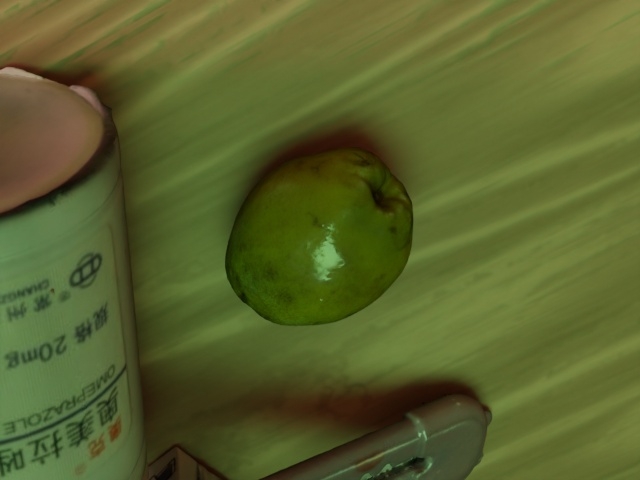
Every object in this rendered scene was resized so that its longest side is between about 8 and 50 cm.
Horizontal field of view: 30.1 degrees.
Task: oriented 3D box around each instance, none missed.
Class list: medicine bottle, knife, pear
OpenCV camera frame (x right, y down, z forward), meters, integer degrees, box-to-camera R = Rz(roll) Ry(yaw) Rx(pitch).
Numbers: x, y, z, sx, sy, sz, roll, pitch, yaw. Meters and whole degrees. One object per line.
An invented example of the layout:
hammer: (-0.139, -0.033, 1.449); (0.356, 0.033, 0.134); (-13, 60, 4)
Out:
medicine bottle: (-0.207, 0.081, 0.735); (0.189, 0.190, 0.332); (-2, 124, -4)
knife: (-0.027, 0.186, 0.800); (0.398, 0.038, 0.132); (-17, 131, -34)
pear: (0.000, 0.000, 0.756); (0.107, 0.107, 0.131); (29, 128, -22)

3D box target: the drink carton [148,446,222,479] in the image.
drink carton: (-0.153, 0.279, 0.903); (0.222, 0.134, 0.102); (-36, 119, 17)
